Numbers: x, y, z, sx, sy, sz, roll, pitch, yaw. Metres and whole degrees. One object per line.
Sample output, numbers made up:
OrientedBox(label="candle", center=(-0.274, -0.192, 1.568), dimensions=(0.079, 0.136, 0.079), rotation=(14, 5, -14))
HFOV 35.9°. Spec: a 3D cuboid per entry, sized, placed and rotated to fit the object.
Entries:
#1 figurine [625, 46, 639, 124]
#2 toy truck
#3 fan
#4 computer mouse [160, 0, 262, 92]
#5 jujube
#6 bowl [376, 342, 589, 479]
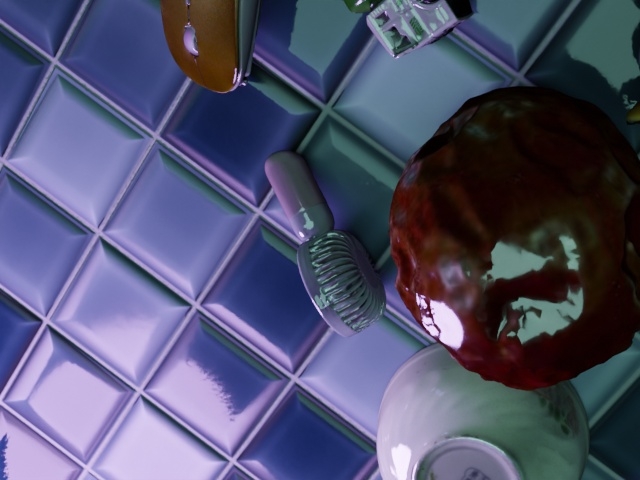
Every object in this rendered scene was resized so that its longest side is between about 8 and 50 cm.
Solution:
OrientedBox(label="figurine", center=(0.378, -0.264, 1.006), dimensions=(0.208, 0.181, 0.257), rotation=(3, 110, 57))
OrientedBox(label="toy truck", center=(0.062, -0.322, 1.106), dimensions=(0.125, 0.101, 0.242), rotation=(-33, 93, 27))
OrientedBox(label="fan", center=(0.000, 0.000, 1.218), dimensions=(0.074, 0.130, 0.244), rotation=(-29, 83, 17))
OrientedBox(label="computer mouse", center=(-0.121, -0.328, 1.145), dimensions=(0.158, 0.072, 0.310), rotation=(29, 117, 42))
OrientedBox(label="jujube", center=(0.208, -0.015, 1.008), dimensions=(0.276, 0.377, 0.276), rotation=(2, 105, 6))
OrientedBox(label="bowl", center=(0.191, 0.270, 1.229), dimensions=(0.277, 0.145, 0.277), rotation=(6, 109, 16))
